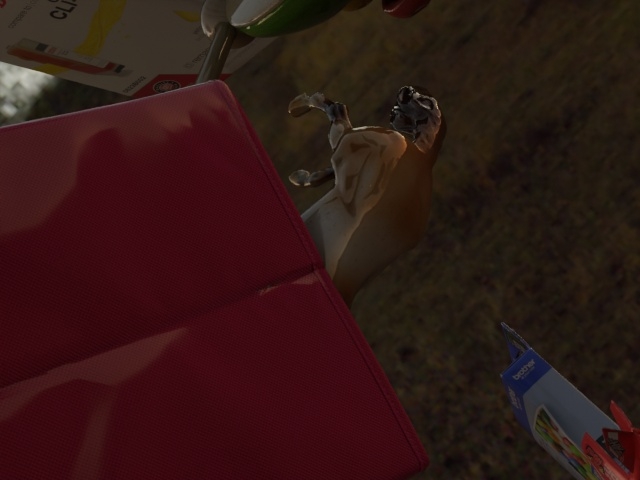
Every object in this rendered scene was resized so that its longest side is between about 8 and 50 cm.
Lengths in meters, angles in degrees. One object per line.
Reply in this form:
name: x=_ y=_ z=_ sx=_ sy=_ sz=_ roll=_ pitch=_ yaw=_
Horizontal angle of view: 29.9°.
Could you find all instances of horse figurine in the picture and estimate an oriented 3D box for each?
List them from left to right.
horse figurine: x=0.000 y=0.000 z=0.719 sx=0.263 sy=0.066 sz=0.174 roll=-54 pitch=35 yaw=-10

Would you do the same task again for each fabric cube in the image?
fabric cube: x=-0.153 y=0.097 z=0.658 sx=0.258 sy=0.259 sz=0.254 roll=-19 pitch=-13 yaw=-42

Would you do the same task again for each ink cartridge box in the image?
ink cartridge box: x=-0.278 y=-0.330 z=1.566 sx=0.279 sy=0.385 sz=0.160 roll=-27 pitch=58 yaw=49
ink cartridge box: x=0.326 y=0.250 z=1.489 sx=0.065 sy=0.311 sz=0.186 roll=-40 pitch=-32 yaw=-7

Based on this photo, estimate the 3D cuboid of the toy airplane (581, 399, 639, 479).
toy airplane: x=0.227 y=0.174 z=0.865 sx=0.028 sy=0.151 sz=0.151 roll=-27 pitch=11 yaw=-3

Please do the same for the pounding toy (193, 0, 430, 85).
pounding toy: x=0.007 y=-0.197 z=0.935 sx=0.237 sy=0.110 sz=0.183 roll=-46 pitch=27 yaw=28
